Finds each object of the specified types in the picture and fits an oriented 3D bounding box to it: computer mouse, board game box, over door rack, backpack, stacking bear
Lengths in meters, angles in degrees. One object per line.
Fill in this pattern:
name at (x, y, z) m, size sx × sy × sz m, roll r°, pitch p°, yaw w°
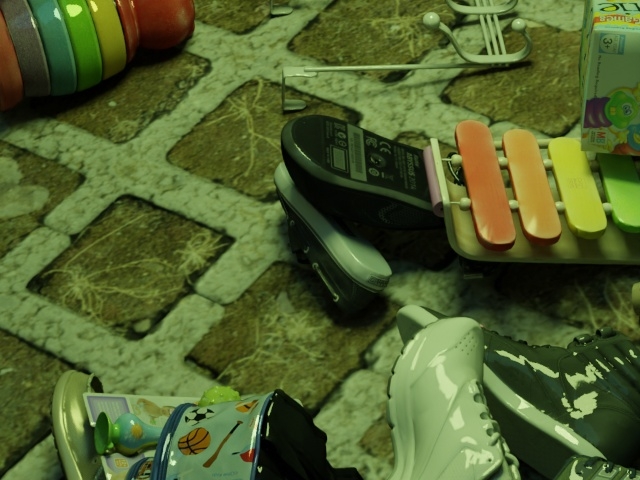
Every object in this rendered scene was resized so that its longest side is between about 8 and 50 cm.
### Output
computer mouse at (0.072, -0.052, 1.891) m, size 0.272 × 0.072 × 0.188 m, roll 21°, pitch 38°, yaw -13°
board game box at (0.364, -0.208, 1.898) m, size 0.142 × 0.144 × 0.275 m, roll 5°, pitch 25°, yaw 5°
over door rack at (0.091, -0.300, 2.177) m, size 0.324 × 0.108 × 0.239 m, roll -11°, pitch 41°, yaw 4°
backpack at (-0.067, 0.265, 1.496) m, size 0.213 × 0.263 × 0.276 m, roll -8°, pitch 43°, yaw 7°
stacking bear at (-0.305, -0.282, 2.238) m, size 0.289 × 0.175 × 0.164 m, roll -18°, pitch 40°, yaw -15°

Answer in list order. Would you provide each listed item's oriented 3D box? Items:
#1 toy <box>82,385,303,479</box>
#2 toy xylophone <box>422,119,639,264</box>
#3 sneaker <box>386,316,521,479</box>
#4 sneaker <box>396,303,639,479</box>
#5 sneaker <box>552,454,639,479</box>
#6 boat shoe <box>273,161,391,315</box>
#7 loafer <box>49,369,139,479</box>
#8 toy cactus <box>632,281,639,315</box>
toy at (-0.104, 0.184, 1.673) m, size 0.237 × 0.056 × 0.137 m, roll 1°, pitch 38°, yaw -23°
toy xylophone at (0.261, -0.062, 1.852) m, size 0.323 × 0.081 × 0.236 m, roll -4°, pitch 43°, yaw -12°
sneaker at (0.125, 0.195, 1.536) m, size 0.129 × 0.111 × 0.297 m, roll -13°, pitch 48°, yaw 30°
sneaker at (0.216, 0.129, 1.690) m, size 0.147 × 0.104 × 0.296 m, roll -37°, pitch 52°, yaw -25°
sneaker at (0.275, 0.237, 1.506) m, size 0.300 × 0.111 × 0.121 m, roll -19°, pitch 62°, yaw 3°
boat shoe at (0.000, 0.000, 1.908) m, size 0.076 × 0.080 × 0.228 m, roll -56°, pitch 48°, yaw 20°
loafer at (-0.206, 0.238, 1.692) m, size 0.092 × 0.102 × 0.268 m, roll -15°, pitch 51°, yaw -3°
toy cactus at (0.406, 0.051, 1.730) m, size 0.180 × 0.112 × 0.219 m, roll -6°, pitch 51°, yaw 24°
